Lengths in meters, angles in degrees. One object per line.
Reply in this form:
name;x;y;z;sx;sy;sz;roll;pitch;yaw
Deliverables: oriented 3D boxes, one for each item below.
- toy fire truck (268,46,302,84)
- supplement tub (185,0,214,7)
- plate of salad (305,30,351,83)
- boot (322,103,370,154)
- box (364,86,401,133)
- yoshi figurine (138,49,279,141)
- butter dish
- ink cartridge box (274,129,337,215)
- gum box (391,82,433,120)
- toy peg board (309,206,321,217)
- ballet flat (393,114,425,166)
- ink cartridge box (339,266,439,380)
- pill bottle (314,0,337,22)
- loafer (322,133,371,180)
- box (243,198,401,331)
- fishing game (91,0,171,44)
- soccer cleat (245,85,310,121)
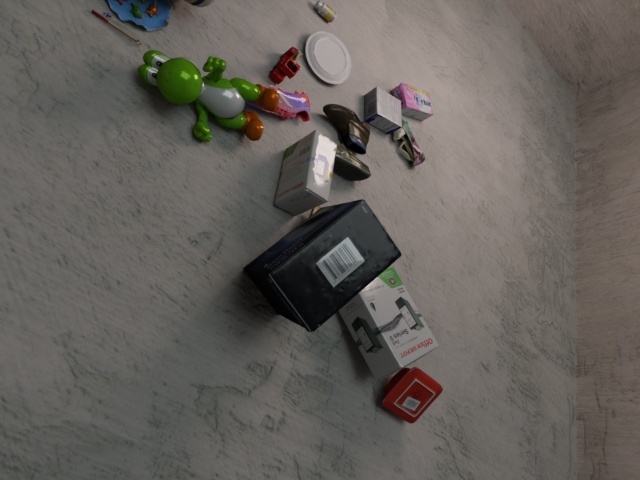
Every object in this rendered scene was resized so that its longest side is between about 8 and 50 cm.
toy fire truck;-0.099;-0.567;1.598;0.047;0.135;0.192;42;52;-23
supplement tub;-0.410;-0.779;1.304;0.316;0.228;0.228;7;70;-43
plate of salad;0.026;-0.654;1.802;0.200;0.048;0.199;7;78;-32
boot;0.094;-0.386;1.742;0.219;0.082;0.106;23;58;-36
box;0.239;-0.495;1.916;0.137;0.072;0.126;19;63;-35
yoshi figurine;-0.291;-0.384;1.328;0.362;0.203;0.203;15;72;-34
butter dish;0.271;0.463;1.574;0.160;0.118;0.160;39;93;-26
ink cartridge box;-0.045;-0.198;1.499;0.093;0.154;0.212;30;56;-32
gum box;0.378;-0.572;2.073;0.188;0.062;0.107;2;73;-41
toy peg board;0.000;0.000;1.536;0.161;0.079;0.160;43;36;-22
ballet flat;0.333;-0.391;1.970;0.079;0.077;0.221;-34;99;-23
ink cartridge box;0.199;0.249;1.530;0.211;0.121;0.289;-13;68;-44
pill bottle;0.019;-0.857;1.871;0.083;0.043;0.043;31;56;-30
loafer;0.074;-0.281;1.676;0.251;0.094;0.087;27;63;-32
box;-0.009;0.055;1.283;0.296;0.294;0.182;-39;101;-16
fishing game;-0.489;-0.654;1.352;0.189;0.041;0.264;32;56;-26
soccer cleat;-0.126;-0.421;1.564;0.248;0.083;0.095;-12;88;-46
